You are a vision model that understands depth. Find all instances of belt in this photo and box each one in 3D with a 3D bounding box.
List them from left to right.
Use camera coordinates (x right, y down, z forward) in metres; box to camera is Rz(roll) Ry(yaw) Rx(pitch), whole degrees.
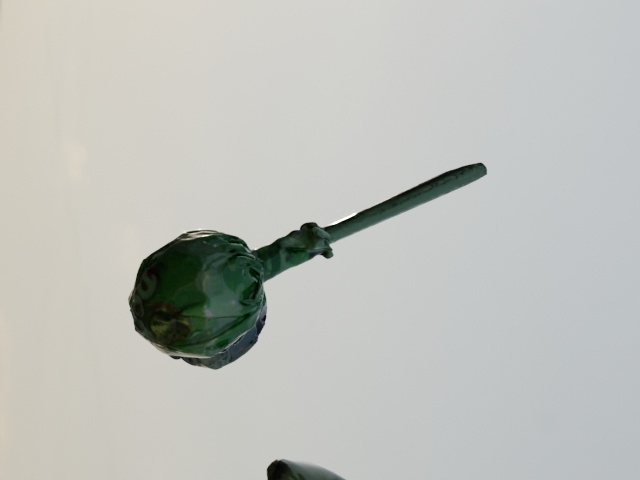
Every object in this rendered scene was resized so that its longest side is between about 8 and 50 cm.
[{"bbox_3d":[-0.109,0.071,2.062,0.058,0.105,0.140,77,23,-49],"label":"belt"}]

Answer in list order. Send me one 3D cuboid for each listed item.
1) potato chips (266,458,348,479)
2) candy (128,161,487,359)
[{"bbox_3d":[0.104,0.357,1.680,0.097,0.389,0.373,-48,-137,5],"label":"potato chips"},{"bbox_3d":[0.000,-0.002,1.461,0.097,0.323,0.097,36,-41,40],"label":"candy"}]
